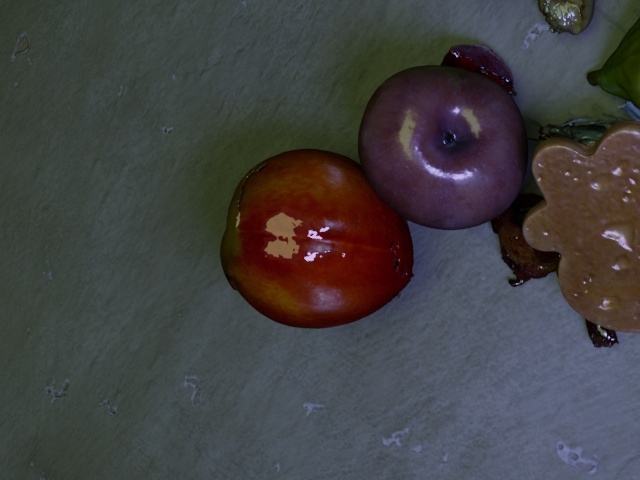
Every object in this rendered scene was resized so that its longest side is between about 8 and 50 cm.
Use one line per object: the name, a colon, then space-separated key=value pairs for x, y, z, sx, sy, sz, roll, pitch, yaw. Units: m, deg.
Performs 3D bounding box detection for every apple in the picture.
apple: x=0.216 y=-0.163 z=1.402 sx=0.306 sy=0.235 sz=0.305 roll=0 pitch=85 yaw=-4

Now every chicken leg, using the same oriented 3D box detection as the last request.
chicken leg: x=0.421 y=-0.468 z=1.419 sx=0.103 sy=0.088 sz=0.227 roll=-7 pitch=91 yaw=45
chicken leg: x=0.421 y=0.040 z=1.441 sx=0.322 sy=0.083 sz=0.177 roll=38 pitch=119 yaw=28

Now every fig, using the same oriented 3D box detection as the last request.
fig: x=0.591 y=-0.279 z=1.281 sx=0.233 sy=0.233 sz=0.314 roll=66 pitch=163 yaw=14

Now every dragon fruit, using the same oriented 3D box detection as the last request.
dragon fruit: x=0.289 y=-0.306 z=1.512 sx=0.147 sy=0.096 sz=0.102 roll=37 pitch=125 yaw=-6

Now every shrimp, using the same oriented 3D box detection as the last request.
shrimp: x=0.525 y=-0.113 z=1.329 sx=0.411 sy=0.166 sz=0.221 roll=16 pitch=122 yaw=17

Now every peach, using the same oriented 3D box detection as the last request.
peach: x=0.000 y=0.000 z=1.540 sx=0.370 sy=0.370 sz=0.370 roll=1 pitch=91 yaw=32

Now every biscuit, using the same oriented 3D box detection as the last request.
biscuit: x=0.463 y=-0.014 z=1.279 sx=0.275 sy=0.052 sz=0.355 roll=-15 pitch=112 yaw=33
